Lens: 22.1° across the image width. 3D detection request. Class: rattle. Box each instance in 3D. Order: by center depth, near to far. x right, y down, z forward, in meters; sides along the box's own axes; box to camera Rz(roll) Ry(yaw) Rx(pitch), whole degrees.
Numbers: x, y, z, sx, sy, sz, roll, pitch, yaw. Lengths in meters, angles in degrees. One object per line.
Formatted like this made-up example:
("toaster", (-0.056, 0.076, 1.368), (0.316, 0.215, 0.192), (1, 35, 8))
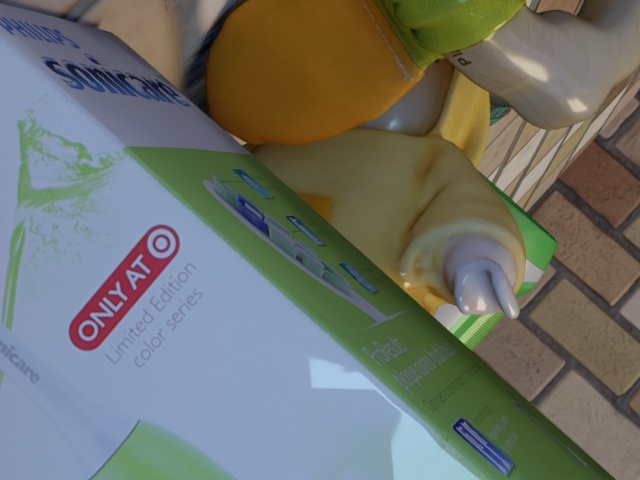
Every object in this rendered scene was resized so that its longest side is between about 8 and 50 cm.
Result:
("rattle", (0.058, -0.126, 0.579), (0.143, 0.130, 0.199), (-41, -151, 59))

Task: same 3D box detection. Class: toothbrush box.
("toothbrush box", (-0.035, 0.108, 0.415), (0.206, 0.283, 0.122), (-49, 171, 9))

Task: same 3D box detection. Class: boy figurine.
("boy figurine", (0.000, 0.000, 0.610), (0.285, 0.177, 0.092), (-50, 135, -42))

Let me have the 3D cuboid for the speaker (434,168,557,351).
("speaker", (0.037, 0.077, 1.212), (0.296, 0.131, 0.131), (-49, 172, 7))

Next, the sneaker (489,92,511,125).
("sneaker", (0.079, -0.082, 0.919), (0.076, 0.065, 0.166), (-44, 170, 10))
